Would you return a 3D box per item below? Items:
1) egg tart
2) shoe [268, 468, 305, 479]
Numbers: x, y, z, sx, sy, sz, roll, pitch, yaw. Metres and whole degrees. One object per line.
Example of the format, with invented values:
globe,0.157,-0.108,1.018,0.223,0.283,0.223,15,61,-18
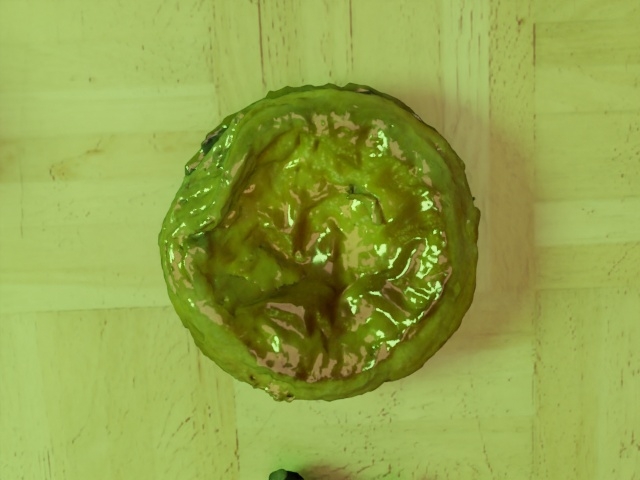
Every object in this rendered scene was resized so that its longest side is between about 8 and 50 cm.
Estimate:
egg tart,0.000,0.000,0.681,0.241,0.106,0.241,-1,100,-4
shoe,0.033,0.235,0.741,0.099,0.071,0.169,-39,102,2
